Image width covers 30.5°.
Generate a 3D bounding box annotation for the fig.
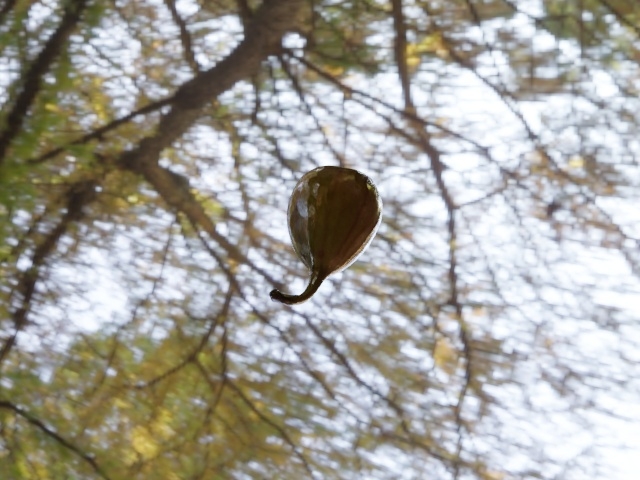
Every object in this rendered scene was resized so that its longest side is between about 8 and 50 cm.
[{"bbox_3d":[0.000,0.000,0.607,0.050,0.050,0.083,45,-121,-35],"label":"fig"}]
